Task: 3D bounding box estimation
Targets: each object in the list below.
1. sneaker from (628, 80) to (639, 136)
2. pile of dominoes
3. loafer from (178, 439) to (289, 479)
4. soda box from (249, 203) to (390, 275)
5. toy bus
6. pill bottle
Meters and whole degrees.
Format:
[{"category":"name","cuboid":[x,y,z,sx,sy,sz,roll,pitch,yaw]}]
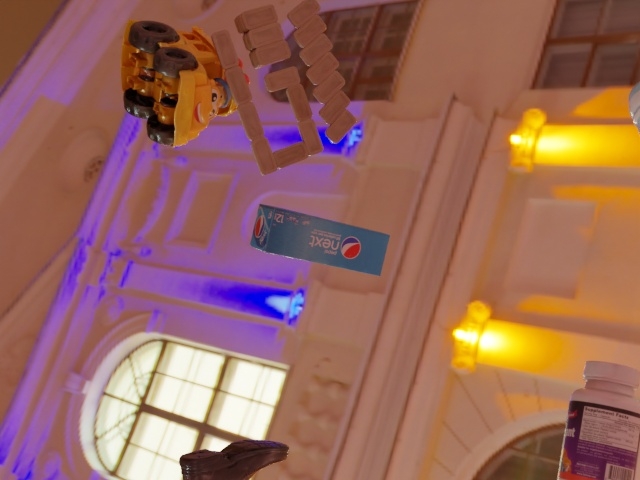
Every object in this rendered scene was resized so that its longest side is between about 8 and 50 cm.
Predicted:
[{"category":"sneaker","cuboid":[0.480,-0.089,0.833,0.127,0.319,0.208,20,-116,-51]},{"category":"pile of dominoes","cuboid":[-0.058,-0.252,1.362,0.196,0.040,0.251,-23,-81,-23]},{"category":"loafer","cuboid":[-0.121,0.324,1.205,0.170,0.062,0.061,-4,-89,-30]},{"category":"soda box","cuboid":[0.000,0.000,1.333,0.210,0.067,0.071,13,-88,-26]},{"category":"toy bus","cuboid":[-0.201,-0.260,1.381,0.211,0.220,0.149,-8,-51,-33]},{"category":"pill bottle","cuboid":[0.418,0.281,1.246,0.108,0.108,0.194,27,-109,-47]}]
